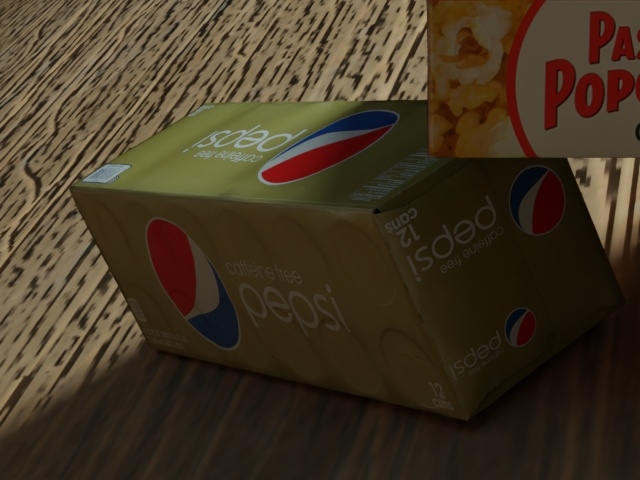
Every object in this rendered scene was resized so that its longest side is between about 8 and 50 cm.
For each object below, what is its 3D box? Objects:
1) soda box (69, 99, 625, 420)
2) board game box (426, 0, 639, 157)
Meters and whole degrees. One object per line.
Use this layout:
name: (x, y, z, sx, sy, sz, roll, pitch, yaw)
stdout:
soda box: (0.000, 0.000, 0.552, 0.058, 0.061, 0.181, -33, 19, -24)
board game box: (0.124, -0.062, 0.477, 0.193, 0.045, 0.147, 0, 21, 5)
